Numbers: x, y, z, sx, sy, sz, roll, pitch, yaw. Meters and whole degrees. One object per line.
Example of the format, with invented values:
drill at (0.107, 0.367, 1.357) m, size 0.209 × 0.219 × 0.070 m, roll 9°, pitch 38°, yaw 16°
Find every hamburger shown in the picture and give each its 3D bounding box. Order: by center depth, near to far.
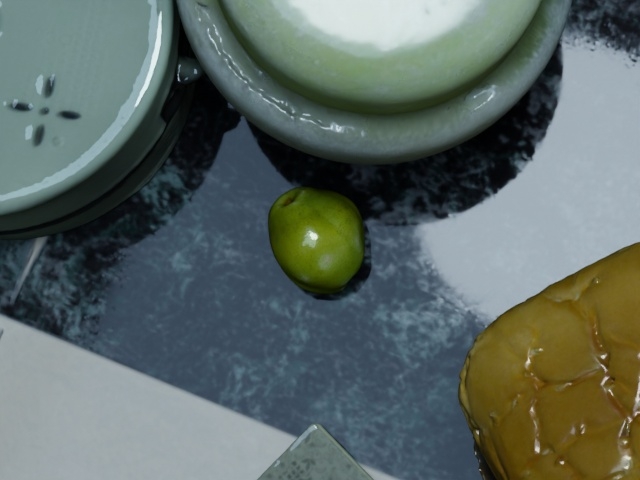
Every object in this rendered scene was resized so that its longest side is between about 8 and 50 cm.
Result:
hamburger at (0.257, 0.159, 1.402) m, size 0.319 × 0.158 × 0.318 m, roll -10°, pitch 67°, yaw 24°

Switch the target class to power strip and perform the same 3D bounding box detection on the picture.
power strip at (-0.270, -0.168, 1.542) m, size 0.358 × 0.161 × 0.357 m, roll -1°, pitch 82°, yaw 5°

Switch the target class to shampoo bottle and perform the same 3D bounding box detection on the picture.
shampoo bottle at (0.041, -0.220, 1.447) m, size 0.323 × 0.317 × 0.322 m, roll 0°, pitch 84°, yaw -4°

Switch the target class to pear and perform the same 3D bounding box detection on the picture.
pear at (0.000, 0.000, 1.530) m, size 0.092 × 0.092 × 0.097 m, roll -30°, pitch 122°, yaw 1°

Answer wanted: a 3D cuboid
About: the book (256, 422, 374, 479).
book at (-0.041, 0.336, 1.493) m, size 0.310 × 0.021 × 0.217 m, roll -45°, pitch 68°, yaw -2°
